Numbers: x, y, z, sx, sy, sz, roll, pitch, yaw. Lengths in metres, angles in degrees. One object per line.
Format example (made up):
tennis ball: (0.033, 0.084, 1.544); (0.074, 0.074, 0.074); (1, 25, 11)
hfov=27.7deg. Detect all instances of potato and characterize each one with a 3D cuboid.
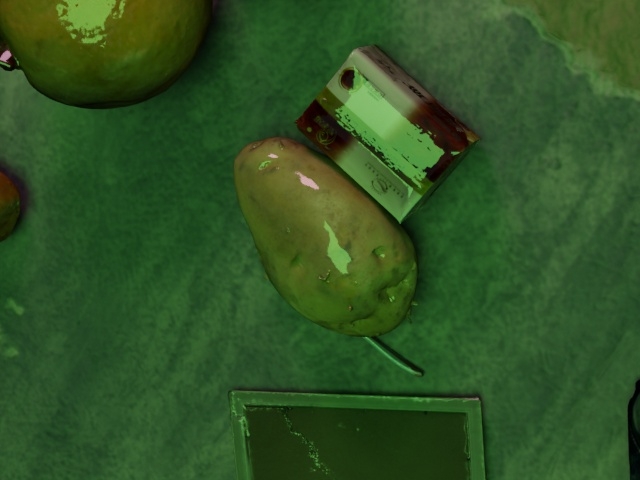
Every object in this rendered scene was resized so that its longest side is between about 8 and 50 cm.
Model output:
potato: (0.003, -0.002, 1.334); (0.161, 0.128, 0.234); (-17, 102, 36)

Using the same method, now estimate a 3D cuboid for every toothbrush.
toothbrush: (0.030, 0.094, 1.413); (0.193, 0.013, 0.019); (33, 117, 10)

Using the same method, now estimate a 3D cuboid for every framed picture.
framed picture: (0.043, 0.277, 1.448); (0.293, 0.018, 0.231); (0, 102, 19)

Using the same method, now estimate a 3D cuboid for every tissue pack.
tissue pack: (0.068, -0.109, 1.309); (0.149, 0.099, 0.106); (42, 111, 7)

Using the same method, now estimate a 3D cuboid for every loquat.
loquat: (-0.222, -0.245, 1.332); (0.238, 0.193, 0.238); (-1, 108, -4)

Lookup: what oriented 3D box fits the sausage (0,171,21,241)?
sausage: (-0.453, -0.083, 1.501); (0.238, 0.098, 0.098); (33, 110, 8)

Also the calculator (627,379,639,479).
calculator: (0.414, 0.241, 1.205); (0.248, 0.058, 0.274); (-15, 62, 33)
